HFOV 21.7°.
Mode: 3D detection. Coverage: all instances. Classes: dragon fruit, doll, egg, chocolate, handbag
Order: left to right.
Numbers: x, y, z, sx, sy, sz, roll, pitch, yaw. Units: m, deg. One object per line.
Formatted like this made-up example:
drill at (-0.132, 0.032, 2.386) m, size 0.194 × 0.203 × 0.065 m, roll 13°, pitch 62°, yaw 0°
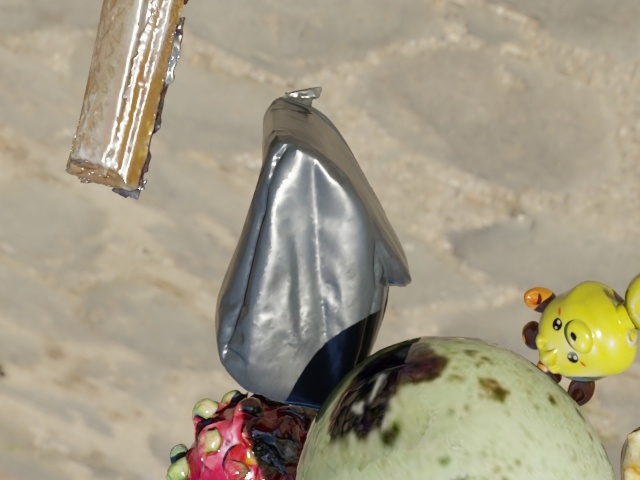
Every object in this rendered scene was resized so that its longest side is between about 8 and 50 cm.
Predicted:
chocolate at (-0.200, -0.211, 1.762) m, size 0.102 × 0.329 × 0.065 m, roll 15°, pitch -175°, yaw 21°
dragon fruit at (-0.066, 0.298, 2.064) m, size 0.198 × 0.218 × 0.273 m, roll 10°, pitch 158°, yaw 41°
handbag at (0.003, 0.002, 1.687) m, size 0.178 × 0.275 × 0.302 m, roll 16°, pitch -168°, yaw -5°
egg at (0.122, 0.266, 1.448) m, size 0.288 × 0.287 × 0.379 m, roll 5°, pitch 115°, yaw 32°
doll at (0.314, 0.091, 1.836) m, size 0.221 × 0.135 × 0.143 m, roll -31°, pitch 82°, yaw 39°

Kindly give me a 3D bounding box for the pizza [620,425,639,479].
pizza at (0.337, 0.314, 1.660) m, size 0.071 × 0.296 × 0.189 m, roll 5°, pitch -171°, yaw 33°
